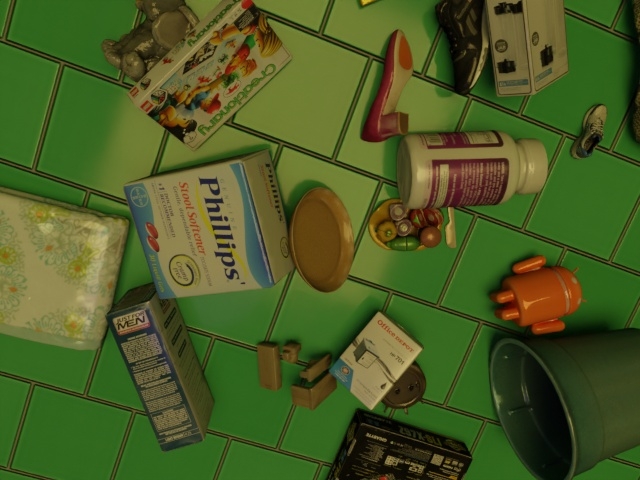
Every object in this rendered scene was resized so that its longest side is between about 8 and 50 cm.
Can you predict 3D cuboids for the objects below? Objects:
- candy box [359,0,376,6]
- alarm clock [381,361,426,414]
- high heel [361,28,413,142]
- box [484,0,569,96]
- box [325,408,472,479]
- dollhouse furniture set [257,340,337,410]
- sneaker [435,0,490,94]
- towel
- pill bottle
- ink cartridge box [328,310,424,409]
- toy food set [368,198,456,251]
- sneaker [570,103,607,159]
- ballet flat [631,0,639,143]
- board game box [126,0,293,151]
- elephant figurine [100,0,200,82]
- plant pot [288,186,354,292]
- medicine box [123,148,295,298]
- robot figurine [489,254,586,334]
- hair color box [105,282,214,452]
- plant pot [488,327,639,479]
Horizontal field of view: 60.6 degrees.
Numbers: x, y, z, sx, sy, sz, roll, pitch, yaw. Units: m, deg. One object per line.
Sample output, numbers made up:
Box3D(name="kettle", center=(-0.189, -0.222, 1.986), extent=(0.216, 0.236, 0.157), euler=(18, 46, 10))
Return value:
Box3D(name="candy box", center=(0.101, -0.621, 1.172), extent=(0.105, 0.027, 0.205), euler=(-22, 103, 2))
Box3D(name="alarm clock", center=(0.195, 0.341, 1.378), extent=(0.130, 0.064, 0.191), euler=(-13, 100, -2))
Box3D(name="high heel", center=(0.142, -0.343, 1.230), extent=(0.082, 0.117, 0.243), euler=(-2, 91, -48))
Box3D(name="box", center=(0.428, -0.465, 1.138), extent=(0.169, 0.087, 0.289), euler=(-32, 118, -33))
Box3D(name="box", center=(0.197, 0.608, 1.428), extent=(0.322, 0.079, 0.257), euler=(20, 102, -9))
Box3D(name="dollhouse furniture set", center=(-0.056, 0.315, 1.366), extent=(0.151, 0.123, 0.144), euler=(4, 105, 30))
Box3D(name="sneaker", center=(0.301, -0.462, 1.193), extent=(0.124, 0.107, 0.283), euler=(10, 92, -3))
Box3D(name="towel", center=(-0.648, 0.061, 1.230), extent=(0.375, 0.090, 0.320), euler=(14, 102, -8))
Box3D(name="pill bottle", center=(0.333, -0.159, 1.221), extent=(0.302, 0.169, 0.169), euler=(-3, 103, -4))
Box3D(name="ink cartridge box", center=(0.136, 0.285, 1.317), extent=(0.140, 0.082, 0.190), euler=(40, 93, 16))
Box3D(name="toy food set", center=(0.226, -0.031, 1.290), extent=(0.218, 0.071, 0.128), euler=(-1, 103, -5))
Box3D(name="sneaker", center=(0.642, -0.253, 1.282), extent=(0.052, 0.058, 0.135), euler=(17, 100, -8))
Box3D(name="ballet flat", center=(0.782, -0.434, 1.190), extent=(0.164, 0.182, 0.482), euler=(-6, 103, -2))
Box3D(name="board game box", center=(-0.221, -0.344, 1.134), extent=(0.305, 0.193, 0.053), euler=(-42, 59, 5))
Box3D(name="elephant figurine", center=(-0.317, -0.436, 1.104), extent=(0.169, 0.186, 0.239), euler=(41, 106, 11))
Box3D(name="plant pot", center=(0.000, 0.000, 1.224), extent=(0.032, 0.236, 0.236), euler=(-5, 106, 36))
Box3D(name="medicine box", center=(-0.226, -0.032, 1.165), extent=(0.290, 0.149, 0.263), euler=(-8, 104, 22))
Box3D(name="robot figurine", center=(0.527, 0.131, 1.323), extent=(0.220, 0.158, 0.128), euler=(-14, 138, -1))
Box3D(name="hair color box", center=(-0.358, 0.281, 1.259), extent=(0.105, 0.174, 0.347), euler=(-17, 103, 0))
Box3D(name="plant pot", center=(0.636, 0.364, 1.299), extent=(0.335, 0.341, 0.340), euler=(-10, 103, -11))
